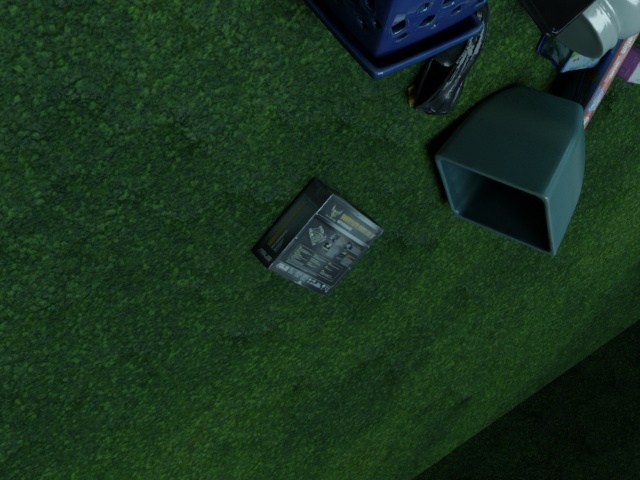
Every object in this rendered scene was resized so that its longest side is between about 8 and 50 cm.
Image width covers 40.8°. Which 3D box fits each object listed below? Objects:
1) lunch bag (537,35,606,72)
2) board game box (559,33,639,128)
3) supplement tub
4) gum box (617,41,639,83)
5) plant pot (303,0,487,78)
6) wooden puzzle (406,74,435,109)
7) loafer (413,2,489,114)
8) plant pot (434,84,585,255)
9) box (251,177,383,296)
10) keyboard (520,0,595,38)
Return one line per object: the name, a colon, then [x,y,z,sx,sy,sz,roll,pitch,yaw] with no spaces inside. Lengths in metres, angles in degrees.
lunch bag: [0.525,-0.422,1.715,0.129,0.096,0.151,-18,148,-36]
board game box: [0.591,-0.384,1.801,0.027,0.145,0.281,17,121,-10]
supplement tub: [0.531,-0.504,1.501,0.325,0.235,0.235,-46,148,2]
gum box: [0.704,-0.401,1.927,0.188,0.107,0.062,-4,130,-46]
plant pot: [0.105,-0.372,1.176,0.236,0.236,0.212,-29,156,-22]
wooden puzzle: [0.206,-0.278,1.595,0.116,0.014,0.078,-30,145,-23]
loafer: [0.228,-0.323,1.509,0.078,0.076,0.223,-1,124,-37]
plant pot: [0.418,-0.166,1.759,0.252,0.247,0.248,-56,150,-15]
box: [0.000,0.000,1.636,0.183,0.056,0.231,-50,148,7]
keyboard: [0.259,-0.430,1.074,0.201,0.317,0.033,-40,-168,-17]
